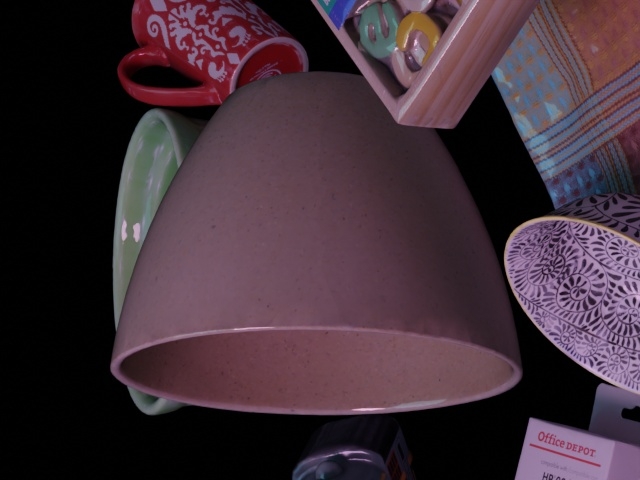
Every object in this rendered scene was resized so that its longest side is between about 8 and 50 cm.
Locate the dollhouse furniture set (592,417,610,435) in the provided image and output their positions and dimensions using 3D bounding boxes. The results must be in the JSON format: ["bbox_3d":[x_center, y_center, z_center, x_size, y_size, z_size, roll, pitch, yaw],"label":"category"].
[{"bbox_3d":[0.258,0.259,1.194,0.355,0.174,0.303,-64,30,18],"label":"dollhouse furniture set"}]

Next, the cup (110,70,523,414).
[{"bbox_3d":[0.000,0.000,1.264,0.331,0.331,0.237,143,132,-64],"label":"cup"}]

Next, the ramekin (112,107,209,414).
[{"bbox_3d":[-0.104,0.022,1.533,0.303,0.148,0.303,-179,90,-70],"label":"ramekin"}]

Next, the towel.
[{"bbox_3d":[0.163,-0.198,1.054,0.370,0.040,0.271,65,155,11],"label":"towel"}]

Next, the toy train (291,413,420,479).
[{"bbox_3d":[0.026,0.302,1.418,0.334,0.142,0.190,-53,-55,-66],"label":"toy train"}]

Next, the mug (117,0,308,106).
[{"bbox_3d":[-0.105,-0.180,1.505,0.169,0.113,0.150,40,101,40],"label":"mug"}]

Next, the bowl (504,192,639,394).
[{"bbox_3d":[0.216,0.022,1.028,0.170,0.080,0.170,30,151,19],"label":"bowl"}]

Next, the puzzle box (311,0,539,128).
[{"bbox_3d":[0.096,-0.307,0.910,0.409,0.052,0.272,-58,48,33],"label":"puzzle box"}]

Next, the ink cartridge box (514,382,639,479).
[{"bbox_3d":[0.190,0.192,1.100,0.104,0.061,0.181,7,81,62],"label":"ink cartridge box"}]
